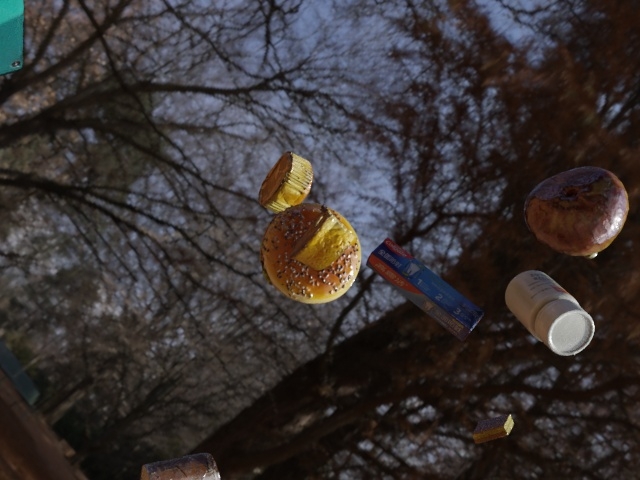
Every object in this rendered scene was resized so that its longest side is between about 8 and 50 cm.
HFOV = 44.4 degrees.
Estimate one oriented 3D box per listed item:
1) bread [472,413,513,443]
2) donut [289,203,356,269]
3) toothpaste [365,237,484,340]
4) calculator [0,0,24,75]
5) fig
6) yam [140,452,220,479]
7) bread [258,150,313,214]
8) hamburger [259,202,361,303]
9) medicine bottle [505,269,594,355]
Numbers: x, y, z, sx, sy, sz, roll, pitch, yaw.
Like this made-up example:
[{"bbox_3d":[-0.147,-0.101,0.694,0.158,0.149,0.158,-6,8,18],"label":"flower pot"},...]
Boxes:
[{"bbox_3d":[0.461,0.503,2.093,0.094,0.090,0.035,-23,-90,26],"label":"bread"},{"bbox_3d":[-0.003,0.003,1.915,0.101,0.152,0.259,39,4,-9],"label":"donut"},{"bbox_3d":[0.267,0.123,2.015,0.320,0.076,0.066,38,-35,15],"label":"toothpaste"},{"bbox_3d":[-0.524,-0.304,1.070,0.058,0.248,0.274,56,-28,14],"label":"calculator"},{"bbox_3d":[0.434,-0.045,1.304,0.160,0.231,0.143,-22,-101,24],"label":"fig"},{"bbox_3d":[-0.264,0.445,1.468,0.079,0.141,0.079,5,-84,56],"label":"yam"},{"bbox_3d":[-0.099,-0.166,2.346,0.114,0.132,0.190,25,-56,-31],"label":"bread"},{"bbox_3d":[-0.032,0.038,2.210,0.300,0.300,0.176,46,-13,8],"label":"hamburger"},{"bbox_3d":[0.579,0.182,1.997,0.144,0.144,0.252,60,4,-21],"label":"medicine bottle"}]
